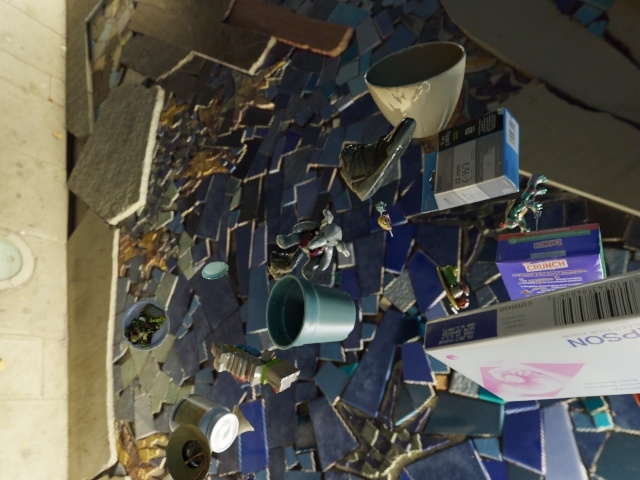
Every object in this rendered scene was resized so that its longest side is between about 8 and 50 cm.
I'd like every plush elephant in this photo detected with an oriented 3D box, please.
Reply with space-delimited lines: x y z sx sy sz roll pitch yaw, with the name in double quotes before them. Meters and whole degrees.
"plush elephant" 0.000 0.000 2.037 0.272 0.330 0.255 58 -21 2

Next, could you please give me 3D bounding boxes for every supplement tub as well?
"supplement tub" -0.391 0.613 1.413 0.144 0.199 0.145 -14 107 -54

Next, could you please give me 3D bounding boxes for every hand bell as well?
"hand bell" -0.393 0.779 1.646 0.126 0.242 0.126 43 -23 23

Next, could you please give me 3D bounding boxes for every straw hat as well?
"straw hat" -0.303 0.520 1.026 0.061 0.144 0.145 28 35 -59

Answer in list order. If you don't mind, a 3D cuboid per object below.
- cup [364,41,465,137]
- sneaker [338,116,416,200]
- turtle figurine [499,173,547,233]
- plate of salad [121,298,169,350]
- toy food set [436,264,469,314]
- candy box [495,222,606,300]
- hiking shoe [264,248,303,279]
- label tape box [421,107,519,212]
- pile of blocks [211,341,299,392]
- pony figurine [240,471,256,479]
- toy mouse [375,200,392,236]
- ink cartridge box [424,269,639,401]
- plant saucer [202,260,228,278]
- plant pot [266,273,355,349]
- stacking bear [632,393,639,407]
"cup" 0.342 -0.503 1.459 0.331 0.330 0.237 -95 166 -49
"sneaker" 0.123 -0.215 0.998 0.130 0.228 0.087 44 37 10
"turtle figurine" 0.718 -0.110 1.476 0.118 0.234 0.175 28 -12 17
"plate of salad" -0.690 0.332 1.643 0.200 0.199 0.048 58 3 6
"toy food set" 0.469 0.162 1.438 0.128 0.071 0.218 47 24 -36
"candy box" 0.717 0.106 1.291 0.317 0.268 0.122 51 45 -38
"hiking shoe" -0.169 0.090 1.864 0.114 0.227 0.086 46 39 -5
"label tape box" 0.464 -0.252 1.393 0.115 0.347 0.249 27 64 -39
"pile of blocks" -0.268 0.509 1.678 0.362 0.113 0.149 19 16 11
"pony figurine" -0.225 1.042 1.500 0.302 0.351 0.363 15 22 -45
"toy mouse" 0.232 -0.091 1.556 0.143 0.031 0.161 -87 153 -48
"ink cartridge box" 0.390 0.185 0.642 0.330 0.324 0.072 34 52 -24
"plant saucer" -0.483 0.130 1.919 0.119 0.119 0.021 28 26 -49
"plant pot" -0.032 0.350 2.024 0.334 0.341 0.341 11 47 -35
"stacking bear" 0.926 0.396 1.056 0.175 0.164 0.289 27 -17 1
